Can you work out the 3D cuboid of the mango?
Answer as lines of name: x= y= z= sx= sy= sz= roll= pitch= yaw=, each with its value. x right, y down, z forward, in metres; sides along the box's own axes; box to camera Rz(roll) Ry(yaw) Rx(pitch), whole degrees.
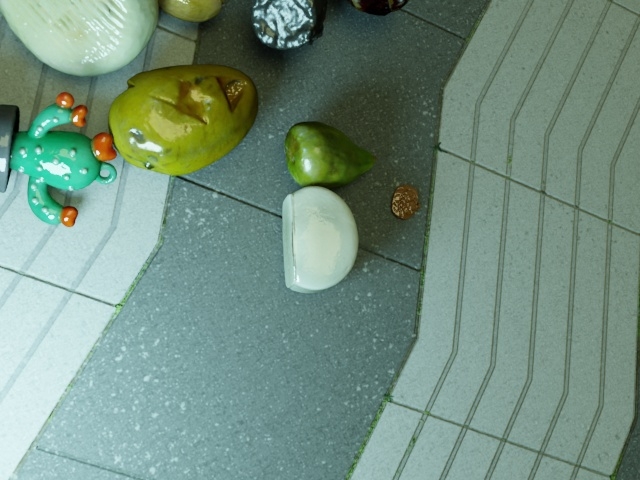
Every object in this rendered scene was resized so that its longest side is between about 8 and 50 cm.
mango: x=-0.305 y=-0.288 z=1.553 sx=0.365 sy=0.182 sz=0.253 roll=-30 pitch=87 yaw=-29

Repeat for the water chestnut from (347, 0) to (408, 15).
water chestnut: x=0.160 y=-0.720 z=1.681 sx=0.300 sy=0.300 sz=0.300 roll=3 pitch=80 yaw=-15

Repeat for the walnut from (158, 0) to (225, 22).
walnut: x=-0.324 y=-0.606 z=1.601 sx=0.206 sy=0.159 sz=0.159 roll=29 pitch=74 yaw=-17

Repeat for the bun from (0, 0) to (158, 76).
bun: x=-0.533 y=-0.554 z=1.498 sx=0.361 sy=0.213 sz=0.361 roll=3 pitch=119 yaw=5

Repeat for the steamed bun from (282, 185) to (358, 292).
steamed bun: x=0.000 y=0.000 z=1.592 sx=0.164 sy=0.146 sz=0.242 roll=0 pitch=81 yaw=-11

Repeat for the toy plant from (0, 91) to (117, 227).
toy plant: x=-0.637 y=-0.178 z=1.432 sx=0.400 sy=0.185 sz=0.279 roll=6 pitch=91 yaw=-23

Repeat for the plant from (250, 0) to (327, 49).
plant: x=-0.073 y=-0.567 z=1.645 sx=0.178 sy=0.204 sz=0.234 roll=7 pitch=34 yaw=2

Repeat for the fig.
fig: x=0.010 y=-0.194 z=1.641 sx=0.233 sy=0.167 sz=0.167 roll=25 pitch=71 yaw=-49

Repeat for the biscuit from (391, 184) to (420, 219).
biscuit: x=0.221 y=-0.098 z=1.740 sx=0.078 sy=0.015 sz=0.091 roll=15 pitch=77 yaw=-12
